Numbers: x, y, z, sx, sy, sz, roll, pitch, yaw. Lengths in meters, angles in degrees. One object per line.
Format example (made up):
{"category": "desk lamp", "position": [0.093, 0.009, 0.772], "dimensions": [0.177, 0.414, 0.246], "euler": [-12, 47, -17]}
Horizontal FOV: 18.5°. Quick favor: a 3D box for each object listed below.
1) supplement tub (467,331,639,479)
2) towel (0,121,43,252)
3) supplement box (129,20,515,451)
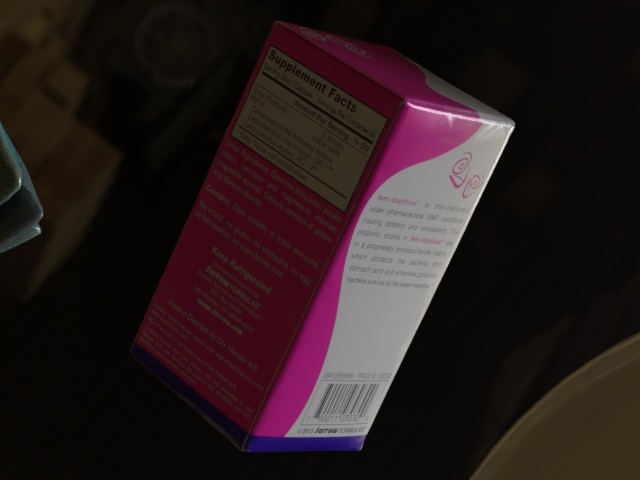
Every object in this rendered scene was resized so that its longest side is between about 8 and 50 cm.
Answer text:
{"category": "supplement tub", "position": [0.161, 0.153, 0.516], "dimensions": [0.191, 0.272, 0.191], "euler": [-22, -134, 25]}
{"category": "towel", "position": [-0.293, -0.044, 0.614], "dimensions": [0.370, 0.271, 0.040], "euler": [-27, 173, 12]}
{"category": "supplement box", "position": [0.000, 0.000, 1.129], "dimensions": [0.111, 0.114, 0.220], "euler": [8, 113, -51]}
